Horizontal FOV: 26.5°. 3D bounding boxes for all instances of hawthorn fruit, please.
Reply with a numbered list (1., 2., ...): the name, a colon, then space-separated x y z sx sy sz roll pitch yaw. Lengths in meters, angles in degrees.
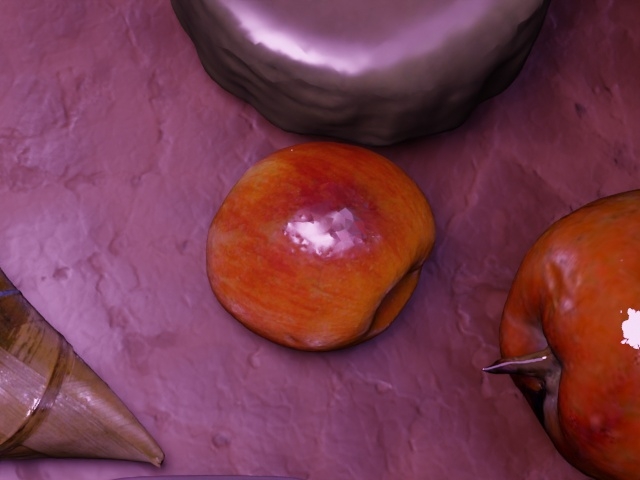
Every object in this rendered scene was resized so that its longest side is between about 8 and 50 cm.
1. hawthorn fruit: 0.279 0.084 1.157 0.300 0.268 0.268 -1 78 -8

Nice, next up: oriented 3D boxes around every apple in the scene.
1. apple: 0.000 0.000 1.181 0.173 0.160 0.195 35 67 21

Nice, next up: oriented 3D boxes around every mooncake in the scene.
1. mooncake: 0.037 -0.262 1.200 0.356 0.194 0.356 0 77 -1

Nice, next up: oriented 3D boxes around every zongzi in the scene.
1. zongzi: -0.295 0.158 1.085 0.274 0.125 0.251 47 61 -3

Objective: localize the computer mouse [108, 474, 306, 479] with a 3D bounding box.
1. computer mouse: -0.096 0.259 1.146 0.232 0.057 0.120 2 78 -10
